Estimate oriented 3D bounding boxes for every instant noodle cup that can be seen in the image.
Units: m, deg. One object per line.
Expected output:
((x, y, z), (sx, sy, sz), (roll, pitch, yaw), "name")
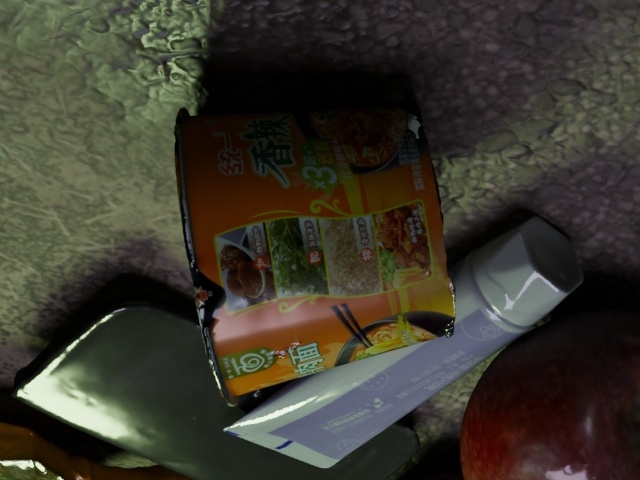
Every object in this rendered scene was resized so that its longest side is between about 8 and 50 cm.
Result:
((0.000, 0.000, 1.190), (0.182, 0.230, 0.230), (-8, 140, 2), "instant noodle cup")

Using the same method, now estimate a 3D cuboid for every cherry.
((0.223, 0.163, 1.377), (0.239, 0.239, 0.206), (-15, 98, 22), "cherry")

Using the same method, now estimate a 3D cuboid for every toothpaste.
((0.070, 0.107, 1.392), (0.125, 0.080, 0.371), (24, 132, -32), "toothpaste")

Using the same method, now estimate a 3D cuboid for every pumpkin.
((-0.286, 0.249, 1.608), (0.290, 0.095, 0.258), (-26, 136, 37), "pumpkin")

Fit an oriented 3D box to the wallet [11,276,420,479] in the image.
((-0.087, 0.164, 1.508), (0.377, 0.051, 0.197), (30, 126, -29), "wallet")

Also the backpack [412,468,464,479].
((0.137, 0.363, 1.623), (0.283, 0.197, 0.317), (37, 130, 13), "backpack")
